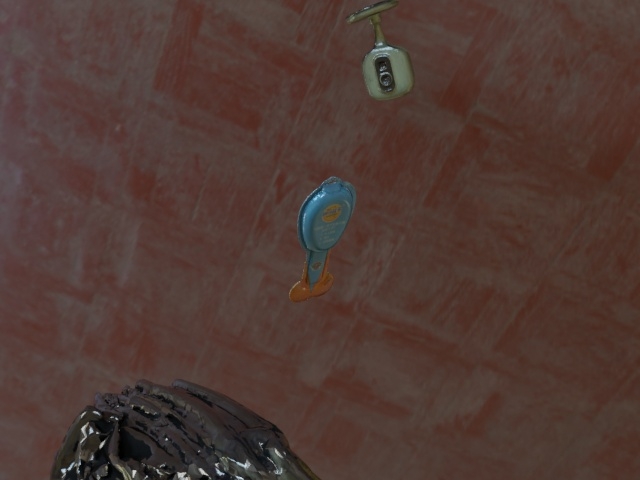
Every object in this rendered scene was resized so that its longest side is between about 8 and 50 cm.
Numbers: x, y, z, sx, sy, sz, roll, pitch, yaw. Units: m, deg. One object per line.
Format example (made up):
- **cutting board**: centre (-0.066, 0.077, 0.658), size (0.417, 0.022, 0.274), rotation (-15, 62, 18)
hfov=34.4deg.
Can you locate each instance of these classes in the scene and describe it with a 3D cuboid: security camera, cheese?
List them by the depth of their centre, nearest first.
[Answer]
- **cheese**: centre (0.000, 0.001, 0.732), size (0.047, 0.017, 0.111), rotation (-12, 132, -28)
- **security camera**: centre (0.062, -0.183, 1.009), size (0.058, 0.058, 0.092), rotation (-16, 97, 29)

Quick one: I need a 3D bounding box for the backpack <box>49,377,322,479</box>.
- **backpack**: centre (-0.051, 0.152, 0.522), size (0.206, 0.133, 0.258), rotation (46, 169, -21)
